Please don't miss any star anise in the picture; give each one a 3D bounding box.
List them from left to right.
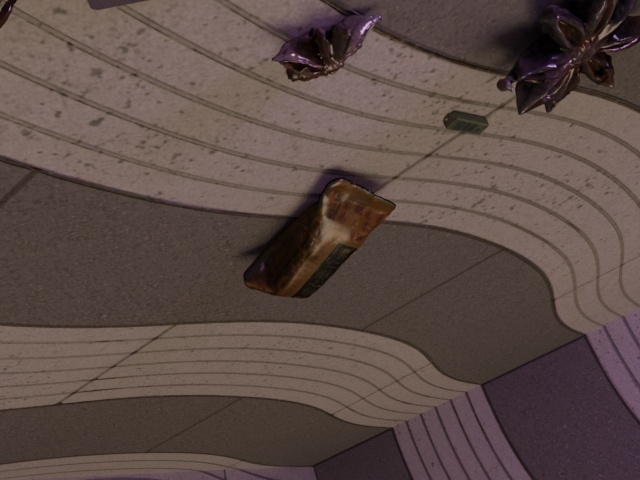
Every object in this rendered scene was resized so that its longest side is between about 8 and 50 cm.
[{"bbox_3d":[0.013,-0.222,0.874,0.129,0.056,0.124,-27,178,7],"label":"star anise"},{"bbox_3d":[0.317,-0.247,0.989,0.262,0.081,0.230,-22,156,-19],"label":"star anise"}]

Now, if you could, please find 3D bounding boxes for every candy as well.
[{"bbox_3d":[0.000,0.000,1.247,0.143,0.101,0.271,12,135,-37],"label":"candy"}]

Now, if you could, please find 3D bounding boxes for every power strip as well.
[{"bbox_3d":[0.219,-0.174,1.139,0.083,0.017,0.027,4,148,-35],"label":"power strip"}]

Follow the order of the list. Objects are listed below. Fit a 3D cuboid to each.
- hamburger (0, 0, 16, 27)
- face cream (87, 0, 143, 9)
[{"bbox_3d":[-0.309,-0.225,0.453,0.303,0.261,0.186,-37,149,-3],"label":"hamburger"},{"bbox_3d":[-0.138,-0.281,0.642,0.154,0.096,0.274,-16,167,-11],"label":"face cream"}]
